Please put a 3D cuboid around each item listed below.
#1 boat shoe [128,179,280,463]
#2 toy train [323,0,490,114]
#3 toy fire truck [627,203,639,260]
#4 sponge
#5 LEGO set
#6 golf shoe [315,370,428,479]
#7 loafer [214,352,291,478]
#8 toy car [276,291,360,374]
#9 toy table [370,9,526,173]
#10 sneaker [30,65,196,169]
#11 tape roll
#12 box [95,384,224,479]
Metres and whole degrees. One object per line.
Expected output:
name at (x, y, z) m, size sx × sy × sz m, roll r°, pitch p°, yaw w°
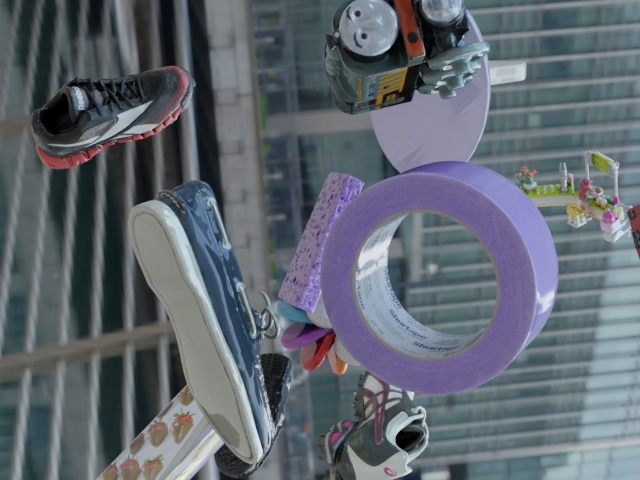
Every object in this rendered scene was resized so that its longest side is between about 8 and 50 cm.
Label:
boat shoe at (-0.088, 0.072, 1.075) m, size 0.095 × 0.079 × 0.254 m, roll -12°, pitch -77°, yaw 53°
toy train at (0.098, -0.244, 1.539) m, size 0.334 × 0.190 × 0.142 m, roll 76°, pitch -2°, yaw -87°
toy fire truck at (0.443, 0.043, 1.573) m, size 0.192 × 0.047 × 0.135 m, roll -74°, pitch 143°, yaw -64°
sponge at (0.000, 0.000, 1.819) m, size 0.210 × 0.031 × 0.117 m, roll -68°, pitch -164°, yaw -2°
LEGO set at (0.411, -0.094, 2.064) m, size 0.287 × 0.132 × 0.107 m, roll 19°, pitch -50°, yaw 40°
golf shoe at (0.094, 0.242, 1.599) m, size 0.273 × 0.120 × 0.105 m, roll -51°, pitch 130°, yaw -58°
loafer at (-0.082, 0.251, 1.683) m, size 0.220 × 0.080 × 0.078 m, roll -63°, pitch 153°, yaw -49°
toy car at (0.001, 0.140, 1.979) m, size 0.182 × 0.136 × 0.159 m, roll 53°, pitch -2°, yaw -18°
toy table at (0.169, -0.237, 1.807) m, size 0.161 × 0.252 × 0.274 m, roll -49°, pitch 151°, yaw -67°
sneaker at (-0.330, -0.207, 1.905) m, size 0.135 × 0.276 × 0.097 m, roll 65°, pitch 1°, yaw -66°
tape roll at (0.101, 0.030, 1.037) m, size 0.080 × 0.189 × 0.189 m, roll -24°, pitch 111°, yaw -65°
box at (-0.225, 0.297, 1.381) m, size 0.063 × 0.324 × 0.067 m, roll 42°, pitch -6°, yaw 25°
